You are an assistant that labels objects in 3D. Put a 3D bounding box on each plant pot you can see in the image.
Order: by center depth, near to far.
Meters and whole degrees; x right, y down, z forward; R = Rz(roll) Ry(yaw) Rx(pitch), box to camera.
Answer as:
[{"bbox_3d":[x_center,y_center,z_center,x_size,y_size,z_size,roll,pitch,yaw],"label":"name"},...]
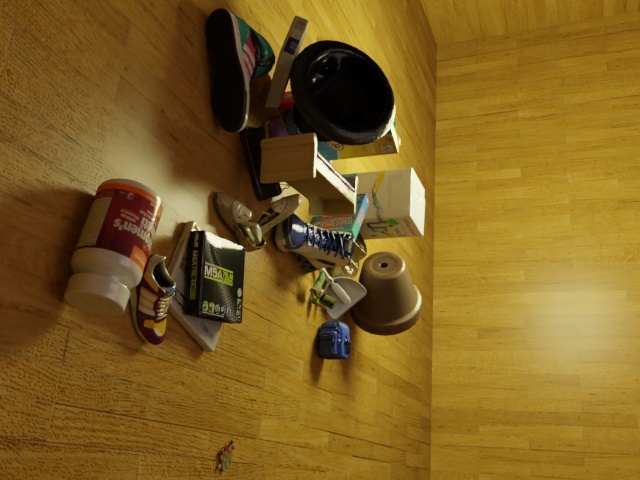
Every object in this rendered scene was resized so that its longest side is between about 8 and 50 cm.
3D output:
[{"bbox_3d":[0.227,0.169,2.376,0.263,0.263,0.229,-70,158,-46],"label":"plant pot"}]

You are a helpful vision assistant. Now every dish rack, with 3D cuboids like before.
[{"bbox_3d":[-0.121,-0.252,1.874,0.271,0.074,0.208,-58,141,-58],"label":"dish rack"}]

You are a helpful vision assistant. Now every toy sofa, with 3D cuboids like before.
[{"bbox_3d":[-0.020,-0.194,1.812,0.362,0.150,0.177,34,57,-65],"label":"toy sofa"}]

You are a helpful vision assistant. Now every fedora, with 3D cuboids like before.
[{"bbox_3d":[0.035,-0.366,1.771,0.334,0.152,0.334,14,63,-29],"label":"fedora"}]

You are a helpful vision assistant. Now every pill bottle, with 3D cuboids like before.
[{"bbox_3d":[-0.358,0.012,1.158,0.121,0.121,0.221,56,36,-52],"label":"pill bottle"}]

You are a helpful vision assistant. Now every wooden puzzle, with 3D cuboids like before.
[{"bbox_3d":[-0.223,0.508,1.572,0.083,0.006,0.049,-32,116,-66],"label":"wooden puzzle"}]

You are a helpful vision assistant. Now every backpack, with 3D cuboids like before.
[{"bbox_3d":[0.044,0.318,2.154,0.101,0.098,0.120,36,54,-58],"label":"backpack"}]

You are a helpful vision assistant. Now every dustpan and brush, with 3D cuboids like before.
[{"bbox_3d":[0.047,0.151,2.200,0.211,0.147,0.060,51,-3,-16],"label":"dustpan and brush"}]

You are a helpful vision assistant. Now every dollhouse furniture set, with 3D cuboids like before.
[{"bbox_3d":[0.013,0.168,2.100,0.076,0.058,0.151,-57,161,-20],"label":"dollhouse furniture set"}]

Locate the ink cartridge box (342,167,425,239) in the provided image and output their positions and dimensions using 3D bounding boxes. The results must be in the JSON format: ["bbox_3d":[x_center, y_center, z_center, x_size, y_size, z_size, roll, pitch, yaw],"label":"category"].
[{"bbox_3d":[0.232,-0.131,2.467,0.198,0.270,0.197,45,46,-59],"label":"ink cartridge box"}]

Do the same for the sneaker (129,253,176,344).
[{"bbox_3d":[-0.318,0.117,1.292,0.069,0.084,0.185,-45,127,-62],"label":"sneaker"}]

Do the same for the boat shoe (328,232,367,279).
[{"bbox_3d":[0.091,0.054,2.359,0.104,0.089,0.285,52,28,-11],"label":"boat shoe"}]

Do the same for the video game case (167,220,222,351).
[{"bbox_3d":[-0.270,0.105,1.497,0.227,0.026,0.206,61,33,-45],"label":"video game case"}]

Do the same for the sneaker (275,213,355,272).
[{"bbox_3d":[0.000,0.001,1.983,0.315,0.182,0.127,46,43,-59],"label":"sneaker"}]

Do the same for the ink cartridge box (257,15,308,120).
[{"bbox_3d":[-0.099,-0.460,1.808,0.223,0.045,0.224,-77,-170,-47],"label":"ink cartridge box"}]

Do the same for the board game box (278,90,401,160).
[{"bbox_3d":[0.060,-0.353,2.008,0.242,0.316,0.064,64,31,-43],"label":"board game box"}]

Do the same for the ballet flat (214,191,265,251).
[{"bbox_3d":[-0.192,-0.048,1.660,0.206,0.067,0.073,60,34,-47],"label":"ballet flat"}]

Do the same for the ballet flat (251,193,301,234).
[{"bbox_3d":[-0.123,-0.069,1.730,0.052,0.168,0.057,38,17,-46],"label":"ballet flat"}]

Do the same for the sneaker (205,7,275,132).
[{"bbox_3d":[-0.190,-0.410,1.666,0.178,0.124,0.295,-5,90,-59],"label":"sneaker"}]

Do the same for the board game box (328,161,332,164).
[{"bbox_3d":[0.023,-0.369,2.285,0.193,0.045,0.146,-68,147,-48],"label":"board game box"}]

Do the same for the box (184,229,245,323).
[{"bbox_3d":[-0.232,0.086,1.498,0.191,0.045,0.184,32,59,-64],"label":"box"}]

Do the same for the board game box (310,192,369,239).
[{"bbox_3d":[0.058,-0.072,2.171,0.210,0.160,0.047,-68,146,-49],"label":"board game box"}]
